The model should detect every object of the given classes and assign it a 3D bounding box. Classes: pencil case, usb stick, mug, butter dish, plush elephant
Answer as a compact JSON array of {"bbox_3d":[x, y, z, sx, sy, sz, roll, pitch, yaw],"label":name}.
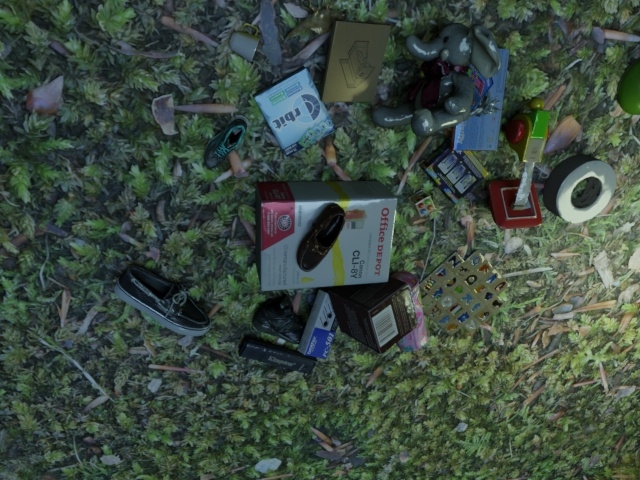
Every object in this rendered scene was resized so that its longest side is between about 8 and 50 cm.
[{"bbox_3d":[0.290,0.243,1.634,0.124,0.124,0.284,-18,120,-5],"label":"pencil case"},{"bbox_3d":[-0.143,0.391,1.638,0.278,0.045,0.077,22,108,-24],"label":"usb stick"},{"bbox_3d":[-0.187,-0.485,1.186,0.064,0.078,0.062,20,142,-14],"label":"mug"},{"bbox_3d":[0.602,-0.104,1.547,0.159,0.118,0.160,-5,76,-10],"label":"butter dish"},{"bbox_3d":[0.309,-0.427,1.224,0.330,0.272,0.255,-13,113,-11],"label":"plush elephant"}]

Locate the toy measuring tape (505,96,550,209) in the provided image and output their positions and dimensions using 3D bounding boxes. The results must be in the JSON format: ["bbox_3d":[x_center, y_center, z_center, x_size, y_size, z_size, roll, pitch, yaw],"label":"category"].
[{"bbox_3d":[0.606,-0.262,1.457,0.121,0.121,0.330,0,111,-15],"label":"toy measuring tape"}]

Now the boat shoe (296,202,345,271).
[{"bbox_3d":[0.000,0.000,1.279,0.073,0.073,0.207,20,109,-22],"label":"boat shoe"}]

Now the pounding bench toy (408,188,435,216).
[{"bbox_3d":[0.326,-0.122,1.488,0.083,0.065,0.052,-30,119,1],"label":"pounding bench toy"}]

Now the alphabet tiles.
[{"bbox_3d":[0.510,0.193,1.727,0.285,0.011,0.342,-44,118,9],"label":"alphabet tiles"}]

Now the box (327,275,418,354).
[{"bbox_3d":[0.162,0.211,1.504,0.167,0.203,0.168,-31,120,-26],"label":"box"}]

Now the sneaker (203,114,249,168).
[{"bbox_3d":[-0.250,-0.255,1.266,0.065,0.076,0.166,33,104,-25],"label":"sneaker"}]

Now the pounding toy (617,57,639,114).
[{"bbox_3d":[1.030,-0.489,1.460,0.183,0.110,0.237,6,115,-18],"label":"pounding toy"}]

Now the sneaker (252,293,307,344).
[{"bbox_3d":[-0.092,0.255,1.558,0.227,0.087,0.130,24,114,-18],"label":"sneaker"}]

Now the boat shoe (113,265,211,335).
[{"bbox_3d":[-0.439,0.171,1.413,0.306,0.113,0.105,37,117,-18],"label":"boat shoe"}]

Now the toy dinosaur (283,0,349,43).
[{"bbox_3d":[-0.014,-0.552,1.191,0.183,0.053,0.093,-22,121,-3],"label":"toy dinosaur"}]

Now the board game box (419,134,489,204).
[{"bbox_3d":[0.408,-0.217,1.472,0.141,0.048,0.170,-44,118,7],"label":"board game box"}]

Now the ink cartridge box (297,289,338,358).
[{"bbox_3d":[0.007,0.271,1.562,0.097,0.046,0.207,23,86,-39],"label":"ink cartridge box"}]

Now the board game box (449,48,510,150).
[{"bbox_3d":[0.451,-0.398,1.375,0.145,0.027,0.281,-2,106,-15],"label":"board game box"}]

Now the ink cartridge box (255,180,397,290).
[{"bbox_3d":[0.010,-0.019,1.403,0.384,0.160,0.279,-3,116,-13],"label":"ink cartridge box"}]

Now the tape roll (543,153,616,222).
[{"bbox_3d":[0.856,-0.170,1.598,0.219,0.072,0.219,-6,117,-12],"label":"tape roll"}]

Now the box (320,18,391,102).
[{"bbox_3d":[0.089,-0.455,1.241,0.164,0.021,0.201,-9,130,-27],"label":"box"}]

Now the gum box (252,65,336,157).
[{"bbox_3d":[-0.068,-0.340,1.290,0.157,0.041,0.184,-29,120,0],"label":"gum box"}]
